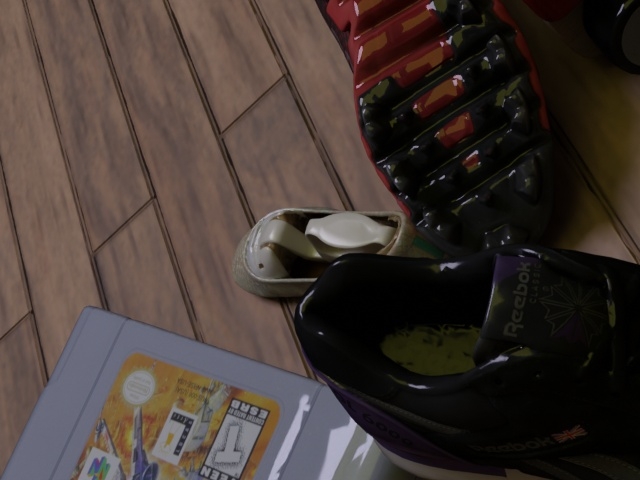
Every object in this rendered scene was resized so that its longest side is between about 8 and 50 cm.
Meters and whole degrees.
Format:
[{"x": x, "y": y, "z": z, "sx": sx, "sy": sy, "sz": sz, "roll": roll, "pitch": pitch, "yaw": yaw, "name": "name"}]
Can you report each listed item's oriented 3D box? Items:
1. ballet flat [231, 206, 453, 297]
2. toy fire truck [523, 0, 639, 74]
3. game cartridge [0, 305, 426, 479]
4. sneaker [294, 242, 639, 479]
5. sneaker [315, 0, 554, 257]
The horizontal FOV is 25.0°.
[{"x": 0.000, "y": 0.000, "z": 0.800, "sx": 0.168, "sy": 0.052, "sz": 0.057, "roll": -3, "pitch": 64, "yaw": 43, "name": "ballet flat"}, {"x": 0.129, "y": -0.236, "z": 0.676, "sx": 0.217, "sy": 0.246, "sz": 0.158, "roll": -43, "pitch": 43, "yaw": 16, "name": "toy fire truck"}, {"x": -0.080, "y": 0.154, "z": 0.783, "sx": 0.297, "sy": 0.062, "sz": 0.198, "roll": 12, "pitch": 70, "yaw": 47, "name": "game cartridge"}, {"x": 0.119, "y": 0.057, "z": 0.571, "sx": 0.283, "sy": 0.124, "sz": 0.107, "roll": 0, "pitch": 63, "yaw": 30, "name": "sneaker"}, {"x": 0.058, "y": -0.107, "z": 0.783, "sx": 0.098, "sy": 0.135, "sz": 0.276, "roll": -29, "pitch": 70, "yaw": 12, "name": "sneaker"}]
